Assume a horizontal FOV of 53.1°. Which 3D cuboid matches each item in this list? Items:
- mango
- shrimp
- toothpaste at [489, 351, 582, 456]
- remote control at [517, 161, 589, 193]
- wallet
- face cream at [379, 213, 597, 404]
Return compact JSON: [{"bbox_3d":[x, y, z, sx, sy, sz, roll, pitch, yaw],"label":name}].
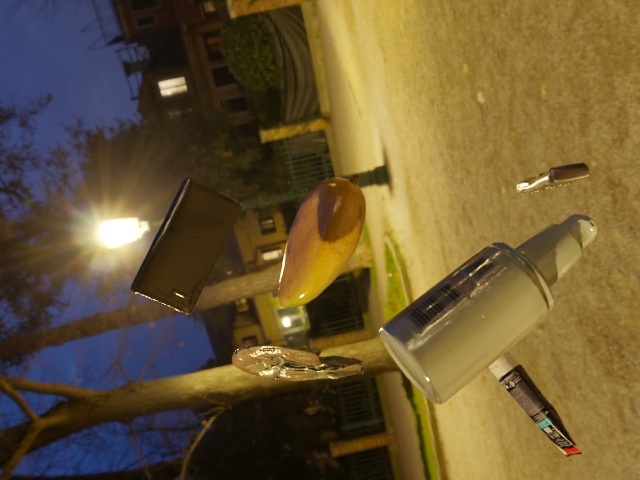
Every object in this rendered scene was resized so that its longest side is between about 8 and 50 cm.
[{"bbox_3d":[0.000,0.000,1.325,0.119,0.316,0.176,28,176,-37],"label":"mango"},{"bbox_3d":[-0.037,0.202,1.073,0.126,0.223,0.047,94,177,-60],"label":"shrimp"},{"bbox_3d":[0.339,0.259,1.019,0.193,0.045,0.071,54,168,21],"label":"toothpaste"},{"bbox_3d":[0.342,-0.090,0.957,0.212,0.059,0.028,-4,-99,-86],"label":"remote control"},{"bbox_3d":[-0.251,0.009,1.212,0.244,0.124,0.025,-67,12,-16],"label":"wallet"},{"bbox_3d":[0.187,0.058,0.675,0.101,0.252,0.101,52,171,11],"label":"face cream"}]
